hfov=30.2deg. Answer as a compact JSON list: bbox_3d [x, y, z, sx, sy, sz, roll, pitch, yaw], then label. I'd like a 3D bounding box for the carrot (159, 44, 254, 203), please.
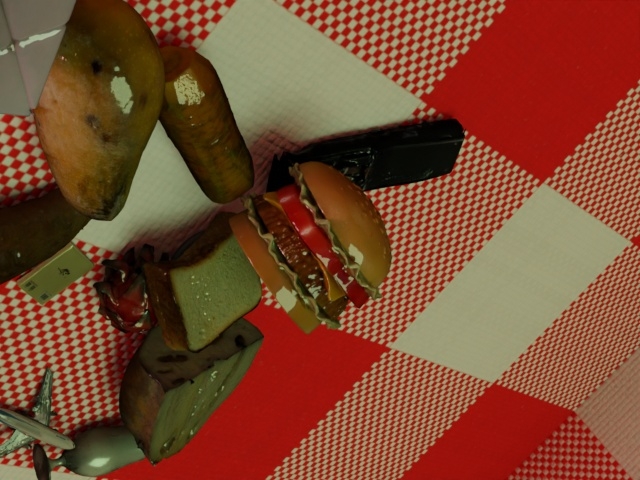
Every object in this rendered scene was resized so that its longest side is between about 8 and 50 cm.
[{"bbox_3d":[-0.181,-0.177,1.806,0.114,0.114,0.302,-34,146,-6],"label":"carrot"}]

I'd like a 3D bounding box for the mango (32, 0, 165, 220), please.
[{"bbox_3d":[-0.309,-0.184,1.635,0.175,0.177,0.330,-6,139,-19],"label":"mango"}]

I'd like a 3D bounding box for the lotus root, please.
[{"bbox_3d":[-0.267,0.271,2.204,0.267,0.149,0.260,-27,151,-46],"label":"lotus root"}]

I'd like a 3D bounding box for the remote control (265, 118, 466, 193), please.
[{"bbox_3d":[0.091,-0.138,2.122,0.398,0.062,0.145,-13,138,-29],"label":"remote control"}]

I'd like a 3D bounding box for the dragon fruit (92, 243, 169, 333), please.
[{"bbox_3d":[-0.312,0.087,1.991,0.121,0.130,0.142,4,137,0],"label":"dragon fruit"}]

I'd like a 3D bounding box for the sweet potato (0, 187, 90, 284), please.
[{"bbox_3d":[-0.474,0.000,1.750,0.422,0.130,0.131,-28,144,-26],"label":"sweet potato"}]

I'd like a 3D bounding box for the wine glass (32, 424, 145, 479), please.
[{"bbox_3d":[-0.434,0.403,2.243,0.202,0.093,0.093,-11,136,-33],"label":"wine glass"}]

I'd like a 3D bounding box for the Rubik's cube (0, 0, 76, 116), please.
[{"bbox_3d":[-0.430,-0.299,1.361,0.231,0.225,0.221,2,129,-41],"label":"Rubik's cube"}]

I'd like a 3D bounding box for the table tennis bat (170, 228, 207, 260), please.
[{"bbox_3d":[-0.164,0.041,2.128,0.244,0.040,0.153,1,124,-37],"label":"table tennis bat"}]

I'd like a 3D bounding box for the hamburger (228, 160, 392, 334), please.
[{"bbox_3d":[0.000,0.000,1.931,0.212,0.274,0.274,-35,144,3],"label":"hamburger"}]

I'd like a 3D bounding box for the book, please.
[{"bbox_3d":[-0.430,0.054,1.928,0.111,0.014,0.077,-36,146,-1],"label":"book"}]

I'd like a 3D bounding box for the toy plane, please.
[{"bbox_3d":[-0.524,0.329,2.111,0.226,0.058,0.226,-52,141,2],"label":"toy plane"}]

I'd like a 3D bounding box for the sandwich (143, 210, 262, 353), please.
[{"bbox_3d":[-0.191,0.073,2.001,0.214,0.065,0.186,-42,131,-42],"label":"sandwich"}]
